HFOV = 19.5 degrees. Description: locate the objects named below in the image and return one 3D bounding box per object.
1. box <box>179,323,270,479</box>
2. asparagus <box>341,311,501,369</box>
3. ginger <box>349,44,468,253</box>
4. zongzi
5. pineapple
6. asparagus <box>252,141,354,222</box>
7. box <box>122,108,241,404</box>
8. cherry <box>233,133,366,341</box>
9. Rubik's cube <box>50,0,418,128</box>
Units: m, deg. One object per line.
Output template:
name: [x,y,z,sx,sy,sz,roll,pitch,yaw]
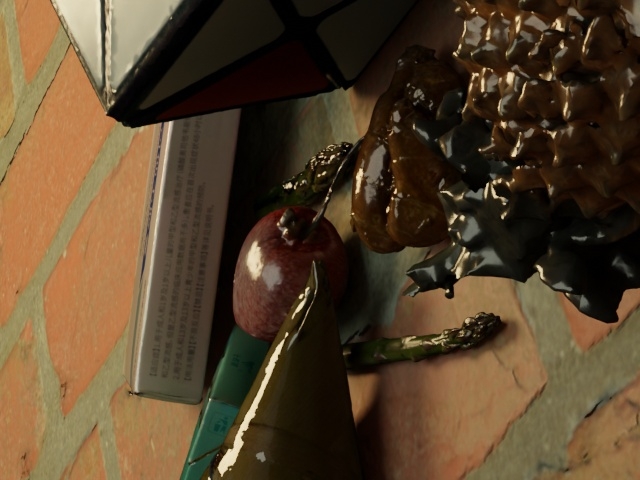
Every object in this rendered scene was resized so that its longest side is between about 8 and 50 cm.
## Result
box: [-0.100,0.205,1.609,0.162,0.041,0.229,-77,5,-69]
asparagus: [0.064,0.080,1.412,0.024,0.025,0.248,-46,13,-26]
ginger: [0.068,-0.068,1.385,0.103,0.073,0.162,9,90,62]
zongzi: [0.005,0.199,1.402,0.260,0.123,0.289,48,120,49]
pineapple: [0.158,-0.075,1.097,0.357,0.222,0.223,114,150,-44]
asparagus: [-0.011,-0.049,1.583,0.165,0.030,0.036,-37,41,55]
box: [-0.125,-0.031,1.705,0.200,0.065,0.343,-174,92,-81]
cherry: [0.000,0.000,1.495,0.225,0.090,0.107,-50,24,33]
Rubik's cube: [-0.069,-0.260,1.450,0.248,0.250,0.246,-48,63,45]
